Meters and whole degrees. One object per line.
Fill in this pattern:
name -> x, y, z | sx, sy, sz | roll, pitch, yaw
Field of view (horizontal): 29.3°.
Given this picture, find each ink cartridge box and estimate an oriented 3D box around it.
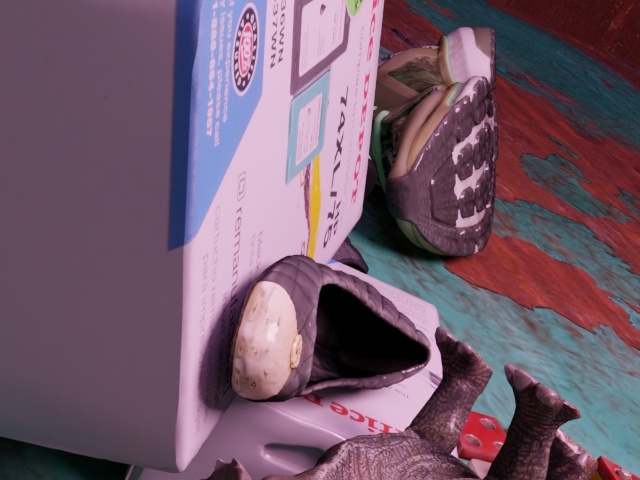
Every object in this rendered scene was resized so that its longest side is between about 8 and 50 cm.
ink cartridge box -> -0.012, 0.076, 0.622 | 0.140, 0.082, 0.190 | 25, 22, -8
ink cartridge box -> -0.097, -0.068, 0.539 | 0.197, 0.198, 0.270 | 11, 24, 13

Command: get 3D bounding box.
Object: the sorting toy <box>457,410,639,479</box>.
sorting toy -> 0.160, 0.163, 0.684 | 0.132, 0.046, 0.274 | 19, 21, -23

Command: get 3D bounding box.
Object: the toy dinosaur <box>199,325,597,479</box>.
toy dinosaur -> 0.057, 0.142, 0.483 | 0.313, 0.160, 0.121 | 45, -8, -32

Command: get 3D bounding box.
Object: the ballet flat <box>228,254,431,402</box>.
ballet flat -> 0.006, 0.038, 0.502 | 0.049, 0.057, 0.173 | 17, 5, 19

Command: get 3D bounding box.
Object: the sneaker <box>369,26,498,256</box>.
sneaker -> 0.070, -0.092, 1.130 | 0.182, 0.158, 0.410 | -1, 19, 11

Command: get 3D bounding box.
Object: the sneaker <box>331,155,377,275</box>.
sneaker -> 0.000, 0.000, 0.845 | 0.121, 0.079, 0.217 | 40, 31, 21
